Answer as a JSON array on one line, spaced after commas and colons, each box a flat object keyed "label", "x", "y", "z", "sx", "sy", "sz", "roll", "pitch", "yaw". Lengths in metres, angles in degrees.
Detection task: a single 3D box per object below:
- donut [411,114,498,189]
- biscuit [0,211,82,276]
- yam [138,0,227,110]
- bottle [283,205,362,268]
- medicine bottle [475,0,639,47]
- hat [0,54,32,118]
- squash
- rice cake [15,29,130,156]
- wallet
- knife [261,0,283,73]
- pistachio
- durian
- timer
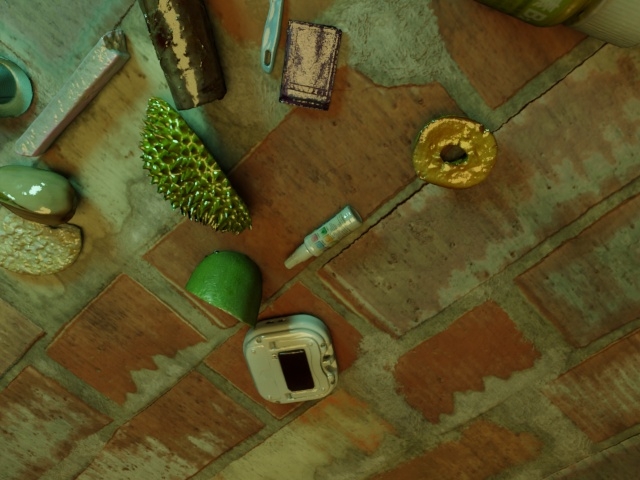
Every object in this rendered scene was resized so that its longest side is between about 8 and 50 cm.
[{"label": "donut", "x": 0.285, "y": -0.192, "z": 1.039, "sx": 0.178, "sy": 0.065, "sz": 0.162, "roll": 21, "pitch": 121, "yaw": -7}, {"label": "biscuit", "x": -0.723, "y": 0.005, "z": 1.223, "sx": 0.265, "sy": 0.040, "sz": 0.188, "roll": -10, "pitch": 116, "yaw": 8}, {"label": "yam", "x": -0.269, "y": -0.403, "z": 0.941, "sx": 0.131, "sy": 0.131, "sz": 0.279, "roll": -10, "pitch": 117, "yaw": 9}, {"label": "bottle", "x": 0.000, "y": 0.000, "z": 1.156, "sx": 0.217, "sy": 0.060, "sz": 0.060, "roll": -36, "pitch": 109, "yaw": 18}, {"label": "medicine bottle", "x": 0.388, "y": -0.478, "z": 0.799, "sx": 0.384, "sy": 0.224, "sz": 0.224, "roll": 18, "pitch": 116, "yaw": -6}, {"label": "hat", "x": -0.725, "y": -0.337, "z": 1.030, "sx": 0.191, "sy": 0.078, "sz": 0.138, "roll": 20, "pitch": 118, "yaw": -6}, {"label": "squash", "x": -0.236, "y": 0.150, "z": 1.138, "sx": 0.189, "sy": 0.260, "sz": 0.189, "roll": 1, "pitch": 117, "yaw": 1}, {"label": "rice cake", "x": -0.532, "y": -0.303, "z": 1.041, "sx": 0.365, "sy": 0.072, "sz": 0.056, "roll": -38, "pitch": 106, "yaw": 18}, {"label": "wallet", "x": -0.023, "y": -0.357, "z": 0.995, "sx": 0.111, "sy": 0.030, "sz": 0.166, "roll": 10, "pitch": 116, "yaw": 0}, {"label": "knife", "x": -0.089, "y": -0.489, "z": 0.946, "sx": 0.044, "sy": 0.019, "sz": 0.313, "roll": 13, "pitch": 115, "yaw": 1}, {"label": "pistachio", "x": -0.662, "y": -0.103, "z": 1.115, "sx": 0.206, "sy": 0.131, "sz": 0.129, "roll": 15, "pitch": 109, "yaw": 2}, {"label": "durian", "x": -0.257, "y": -0.154, "z": 1.034, "sx": 0.158, "sy": 0.169, "sz": 0.352, "roll": -24, "pitch": 110, "yaw": 27}, {"label": "timer", "x": -0.079, "y": 0.327, "z": 1.310, "sx": 0.237, "sy": 0.087, "sz": 0.262, "roll": -10, "pitch": 116, "yaw": 8}]
